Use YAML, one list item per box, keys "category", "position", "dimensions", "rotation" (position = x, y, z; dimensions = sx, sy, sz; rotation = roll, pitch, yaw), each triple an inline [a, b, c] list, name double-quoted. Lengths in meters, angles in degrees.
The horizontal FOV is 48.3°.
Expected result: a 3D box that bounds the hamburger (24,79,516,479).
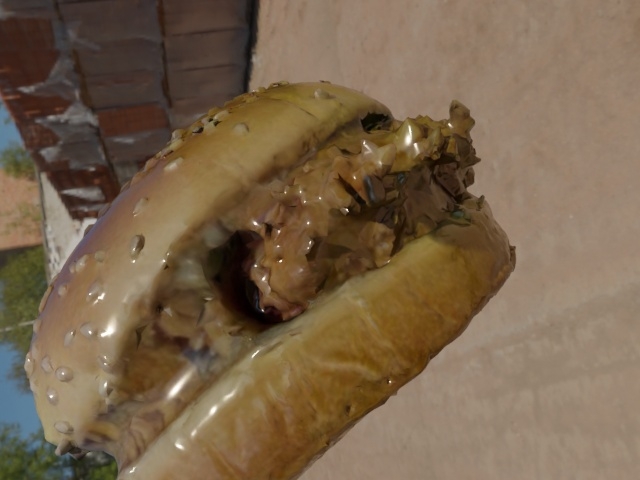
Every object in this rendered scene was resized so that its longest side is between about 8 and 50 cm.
- category: "hamburger"
  position: [0.000, 0.000, 0.566]
  dimensions: [0.268, 0.445, 0.287]
  rotation: [47, 122, 7]
